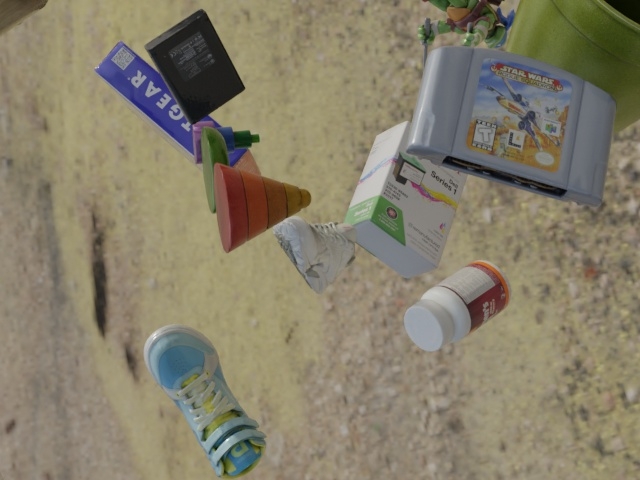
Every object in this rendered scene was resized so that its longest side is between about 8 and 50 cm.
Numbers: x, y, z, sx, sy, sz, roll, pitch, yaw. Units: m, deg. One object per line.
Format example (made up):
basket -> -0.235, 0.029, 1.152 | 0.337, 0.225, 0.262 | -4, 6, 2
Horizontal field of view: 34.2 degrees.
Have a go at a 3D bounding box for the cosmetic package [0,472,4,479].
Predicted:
cosmetic package -> -0.539, 0.319, 1.371 | 0.151, 0.184, 0.151 | 64, 172, 0

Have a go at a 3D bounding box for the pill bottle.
pill bottle -> 0.278, 0.134, 2.110 | 0.121, 0.221, 0.121 | 27, 131, 36

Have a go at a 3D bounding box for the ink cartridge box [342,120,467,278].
ink cartridge box -> 0.189, -0.091, 2.281 | 0.117, 0.201, 0.278 | -24, 37, 51

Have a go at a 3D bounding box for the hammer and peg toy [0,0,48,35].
hammer and peg toy -> -0.579, -0.333, 1.391 | 0.266, 0.361, 0.127 | 45, 145, -1

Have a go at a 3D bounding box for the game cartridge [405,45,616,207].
game cartridge -> 0.287, -0.177, 1.536 | 0.062, 0.297, 0.198 | 117, 167, -73

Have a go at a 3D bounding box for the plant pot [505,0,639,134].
plant pot -> 0.472, -0.339, 1.742 | 0.366, 0.367, 0.353 | 67, 151, 26

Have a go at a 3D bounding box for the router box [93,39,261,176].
router box -> -0.280, -0.233, 2.121 | 0.335, 0.082, 0.301 | 41, 176, 4

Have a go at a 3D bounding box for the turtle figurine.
turtle figurine -> 0.258, -0.455, 2.201 | 0.275, 0.266, 0.197 | -39, 21, 20

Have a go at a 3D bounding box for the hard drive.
hard drive -> -0.169, -0.235, 1.421 | 0.022, 0.094, 0.135 | 43, 166, 48

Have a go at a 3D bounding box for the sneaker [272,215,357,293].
sneaker -> 0.000, 0.000, 1.655 | 0.090, 0.115, 0.232 | 53, 178, 20

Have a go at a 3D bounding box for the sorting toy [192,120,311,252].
sorting toy -> -0.102, -0.098, 1.497 | 0.365, 0.126, 0.127 | -120, 26, -63

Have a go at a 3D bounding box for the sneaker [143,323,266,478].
sneaker -> -0.191, 0.299, 1.860 | 0.208, 0.127, 0.319 | 46, 169, 49
